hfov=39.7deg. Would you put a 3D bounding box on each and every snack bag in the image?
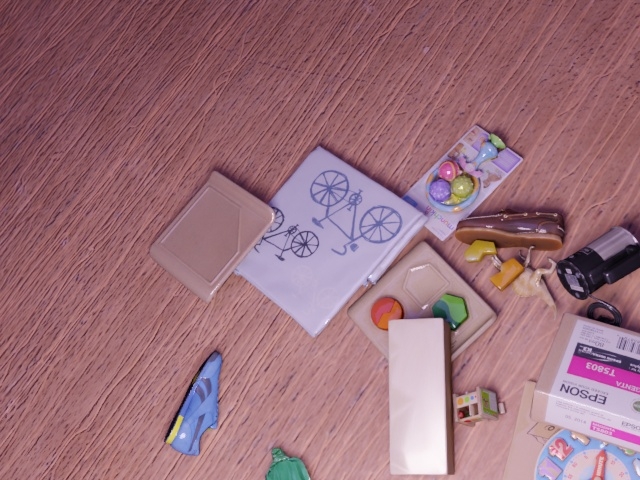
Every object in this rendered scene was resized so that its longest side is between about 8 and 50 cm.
[{"bbox_3d":[0.000,0.000,1.818,0.323,0.037,0.342,36,81,33],"label":"snack bag"}]

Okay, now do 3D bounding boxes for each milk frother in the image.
[{"bbox_3d":[0.528,0.073,1.620,0.134,0.143,0.129,-30,32,-15],"label":"milk frother"}]

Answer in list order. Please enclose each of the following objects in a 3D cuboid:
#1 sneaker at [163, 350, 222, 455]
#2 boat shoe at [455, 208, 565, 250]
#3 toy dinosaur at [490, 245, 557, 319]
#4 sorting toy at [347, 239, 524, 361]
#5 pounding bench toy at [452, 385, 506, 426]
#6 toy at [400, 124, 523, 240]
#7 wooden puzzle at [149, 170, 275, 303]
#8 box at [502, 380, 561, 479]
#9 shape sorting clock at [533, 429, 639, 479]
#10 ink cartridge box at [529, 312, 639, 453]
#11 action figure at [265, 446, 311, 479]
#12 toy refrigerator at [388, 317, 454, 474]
[{"bbox_3d":[-0.228,0.319,1.732,0.082,0.069,0.209,27,61,-8],"label":"sneaker"},{"bbox_3d":[0.367,-0.025,1.722,0.206,0.073,0.073,5,64,10],"label":"boat shoe"},{"bbox_3d":[0.409,0.073,1.681,0.093,0.053,0.183,-51,54,6],"label":"toy dinosaur"},{"bbox_3d":[0.222,0.106,1.691,0.307,0.041,0.229,-43,61,1],"label":"sorting toy"},{"bbox_3d":[0.285,0.304,1.595,0.065,0.083,0.052,-27,52,39],"label":"pounding bench toy"},{"bbox_3d":[0.280,-0.130,1.805,0.237,0.056,0.137,-43,60,-7],"label":"toy"},{"bbox_3d":[-0.228,-0.009,1.882,0.221,0.044,0.239,33,84,37],"label":"wooden puzzle"},{"bbox_3d":[0.416,0.359,1.545,0.164,0.021,0.201,12,69,21],"label":"box"},{"bbox_3d":[0.460,0.403,1.475,0.206,0.040,0.206,-6,64,12],"label":"shape sorting clock"},{"bbox_3d":[0.498,0.244,1.506,0.234,0.088,0.193,15,47,21],"label":"ink cartridge box"},{"bbox_3d":[-0.042,0.479,1.591,0.137,0.063,0.232,-24,64,5],"label":"action figure"},{"bbox_3d":[0.181,0.280,1.587,0.102,0.094,0.270,-4,75,16],"label":"toy refrigerator"}]
